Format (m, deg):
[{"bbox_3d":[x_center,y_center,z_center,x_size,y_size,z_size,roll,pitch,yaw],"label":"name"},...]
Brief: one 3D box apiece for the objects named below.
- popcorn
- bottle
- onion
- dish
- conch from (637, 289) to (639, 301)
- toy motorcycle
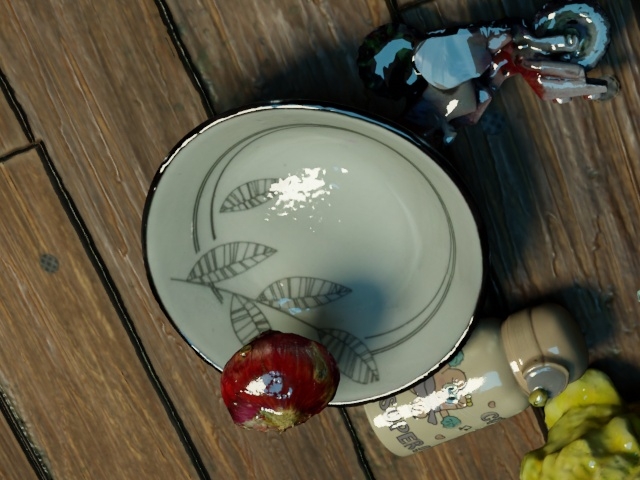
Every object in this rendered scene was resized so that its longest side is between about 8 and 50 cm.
[{"bbox_3d":[0.300,0.228,0.889,0.235,0.216,0.181,-10,137,12],"label":"popcorn"},{"bbox_3d":[0.148,0.131,0.925,0.209,0.110,0.097,-27,116,24],"label":"bottle"},{"bbox_3d":[-0.037,0.122,0.867,0.107,0.107,0.097,-31,60,24],"label":"onion"},{"bbox_3d":[0.000,0.000,0.904,0.317,0.106,0.316,6,119,11],"label":"dish"},{"bbox_3d":[0.373,0.053,0.856,0.180,0.065,0.088,15,118,18],"label":"conch"},{"bbox_3d":[0.139,-0.134,0.827,0.213,0.082,0.122,-6,110,18],"label":"toy motorcycle"}]
